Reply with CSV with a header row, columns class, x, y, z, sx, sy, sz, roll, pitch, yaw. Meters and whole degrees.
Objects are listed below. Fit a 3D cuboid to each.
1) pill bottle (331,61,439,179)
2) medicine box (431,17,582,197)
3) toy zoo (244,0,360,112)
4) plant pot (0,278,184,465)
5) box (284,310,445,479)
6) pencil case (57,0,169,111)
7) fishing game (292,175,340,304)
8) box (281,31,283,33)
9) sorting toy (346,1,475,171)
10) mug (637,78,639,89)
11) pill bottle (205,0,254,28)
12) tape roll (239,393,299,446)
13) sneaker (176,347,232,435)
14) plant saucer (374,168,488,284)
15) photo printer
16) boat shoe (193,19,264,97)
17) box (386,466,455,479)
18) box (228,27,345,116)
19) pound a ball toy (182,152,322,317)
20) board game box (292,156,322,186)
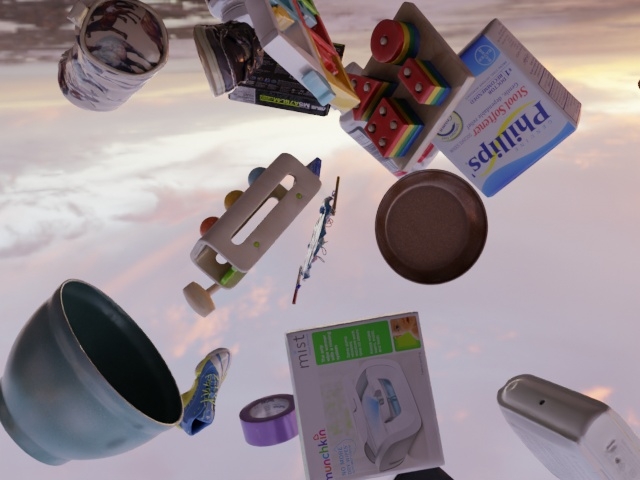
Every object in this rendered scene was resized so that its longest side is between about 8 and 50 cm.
class,x,y,z,sx,sy,sz,roll,pitch,yaw
pill bottle,0.162,-0.320,1.948,0.319,0.176,0.176,40,-177,-17
medicine box,0.387,-0.295,1.654,0.263,0.289,0.149,-43,-174,36
toy zoo,-0.038,-0.292,0.997,0.030,0.293,0.192,-34,148,21
plant pot,-0.391,0.234,1.181,0.196,0.293,0.293,-37,-165,2
box,0.069,0.266,1.264,0.231,0.261,0.127,-8,175,-5
pencil case,-0.439,-0.373,1.496,0.183,0.159,0.410,40,163,-19
fishing game,0.000,0.000,1.519,0.041,0.264,0.189,18,-148,-6
box,-0.091,-0.433,1.774,0.081,0.136,0.028,-25,176,5
sorting toy,0.157,-0.323,1.531,0.089,0.257,0.255,-3,-129,-37
mug,0.622,-0.319,1.200,0.150,0.169,0.113,-2,-141,-7
pill bottle,-0.204,-0.551,1.607,0.112,0.186,0.112,-22,171,-4
tape roll,-0.145,0.536,2.197,0.189,0.080,0.189,-12,-170,2
sneaker,-0.284,0.396,1.874,0.091,0.240,0.126,30,-175,-43
plant saucer,0.187,-0.023,1.258,0.199,0.198,0.036,-4,-178,-7
photo printer,0.477,0.378,1.369,0.107,0.256,0.307,-43,-168,-11
boat shoe,-0.132,-0.286,1.107,0.093,0.102,0.285,-14,-160,0
box,0.163,0.743,1.766,0.212,0.395,0.293,40,-135,14
box,-0.061,-0.320,1.382,0.191,0.045,0.184,10,-133,3
pound a ball toy,-0.163,-0.018,1.485,0.319,0.136,0.208,-50,-177,-30
board game box,-0.036,-0.159,1.878,0.090,0.020,0.090,-36,-149,34
